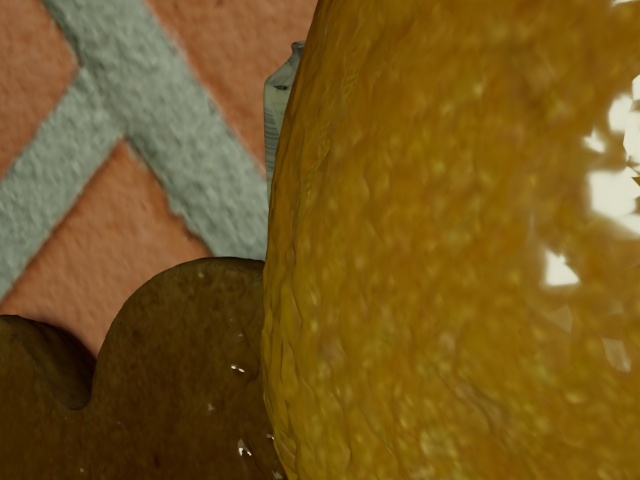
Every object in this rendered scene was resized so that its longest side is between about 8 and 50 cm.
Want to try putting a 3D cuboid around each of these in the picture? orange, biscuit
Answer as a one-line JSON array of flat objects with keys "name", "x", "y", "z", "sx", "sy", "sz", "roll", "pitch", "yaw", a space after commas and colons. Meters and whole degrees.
[{"name": "orange", "x": 0.143, "y": -0.012, "z": 0.465, "sx": 0.322, "sy": 0.322, "sz": 0.357, "roll": 46, "pitch": 124, "yaw": 24}, {"name": "biscuit", "x": -0.107, "y": 0.170, "z": 0.850, "sx": 0.432, "sy": 0.064, "sz": 0.283, "roll": -49, "pitch": 57, "yaw": 31}]

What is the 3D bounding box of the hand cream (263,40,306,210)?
[{"name": "hand cream", "x": 0.000, "y": 0.000, "z": 0.766, "sx": 0.057, "sy": 0.037, "sz": 0.165, "roll": 7, "pitch": 108, "yaw": 38}]
